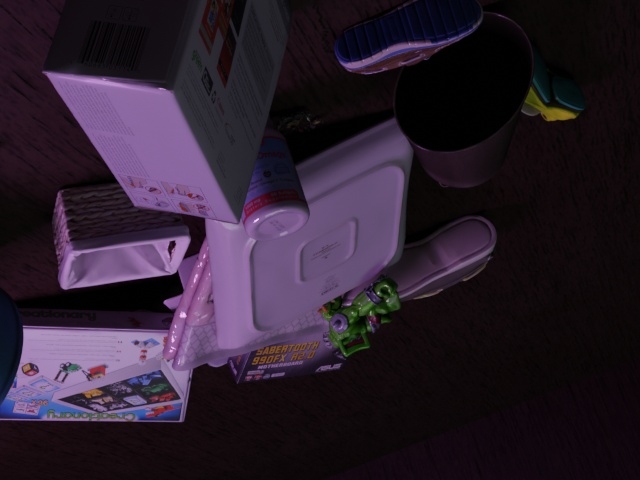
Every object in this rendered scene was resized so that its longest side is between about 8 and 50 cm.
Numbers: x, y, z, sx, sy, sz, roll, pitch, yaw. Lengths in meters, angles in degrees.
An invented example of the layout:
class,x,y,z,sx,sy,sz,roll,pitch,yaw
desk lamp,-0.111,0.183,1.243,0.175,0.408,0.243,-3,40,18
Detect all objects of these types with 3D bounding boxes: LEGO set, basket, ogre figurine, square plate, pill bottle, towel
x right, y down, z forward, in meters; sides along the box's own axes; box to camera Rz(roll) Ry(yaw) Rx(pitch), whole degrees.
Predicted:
class,x,y,z,sx,sy,sz,roll,pitch,yaw
LEGO set,-0.032,-0.160,1.663,0.054,0.023,0.083,-24,169,17
basket,-0.274,-0.012,1.696,0.167,0.103,0.113,-8,154,-23
basket,0.188,-0.166,1.648,0.204,0.154,0.227,-53,166,-9
ogre figurine,0.065,0.119,1.990,0.118,0.097,0.197,-33,-174,-11
square plate,0.000,0.000,1.812,0.347,0.049,0.344,-27,147,-20
pill bottle,-0.075,-0.087,1.607,0.087,0.160,0.087,-16,157,-7
towel,-0.060,0.052,1.916,0.332,0.053,0.317,-11,138,-40

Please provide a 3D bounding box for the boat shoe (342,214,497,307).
class,x,y,z,sx,sy,sz,roll,pitch,yaw
boat shoe,0.159,0.053,2.154,0.305,0.109,0.091,-21,152,-5

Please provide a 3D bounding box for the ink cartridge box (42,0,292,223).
class,x,y,z,sx,sy,sz,roll,pitch,yaw
ink cartridge box,-0.138,-0.204,1.286,0.130,0.272,0.309,10,159,12

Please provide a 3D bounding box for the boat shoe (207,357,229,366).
class,x,y,z,sx,sy,sz,roll,pitch,yaw
boat shoe,-0.149,0.192,2.316,0.142,0.049,0.040,-19,-167,-16

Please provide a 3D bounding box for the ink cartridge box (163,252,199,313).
class,x,y,z,sx,sy,sz,roll,pitch,yaw
ink cartridge box,-0.158,0.056,1.984,0.180,0.060,0.104,-21,155,5

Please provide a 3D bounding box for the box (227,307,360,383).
class,x,y,z,sx,sy,sz,roll,pitch,yaw
box,-0.035,0.169,2.269,0.231,0.056,0.183,-4,136,-31

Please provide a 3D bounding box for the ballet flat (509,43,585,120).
class,x,y,z,sx,sy,sz,roll,pitch,yaw
ballet flat,0.293,-0.209,1.735,0.077,0.077,0.231,-15,163,29

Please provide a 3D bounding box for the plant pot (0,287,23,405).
class,x,y,z,sx,sy,sz,roll,pitch,yaw
plant pot,-0.562,0.113,1.583,0.272,0.271,0.255,-25,142,13

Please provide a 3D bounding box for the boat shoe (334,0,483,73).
class,x,y,z,sx,sy,sz,roll,pitch,yaw
boat shoe,0.110,-0.249,1.525,0.183,0.066,0.066,-13,163,12

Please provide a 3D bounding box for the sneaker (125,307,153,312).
class,x,y,z,sx,sy,sz,roll,pitch,yaw
sneaker,-0.255,0.196,2.126,0.086,0.132,0.229,-33,153,29

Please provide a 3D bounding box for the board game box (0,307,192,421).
class,x,y,z,sx,sy,sz,roll,pitch,yaw
board game box,-0.356,0.200,1.981,0.305,0.053,0.193,3,124,-15

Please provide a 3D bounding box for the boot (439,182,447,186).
class,x,y,z,sx,sy,sz,roll,pitch,yaw
boot,0.170,-0.117,1.818,0.042,0.087,0.118,-27,156,14
